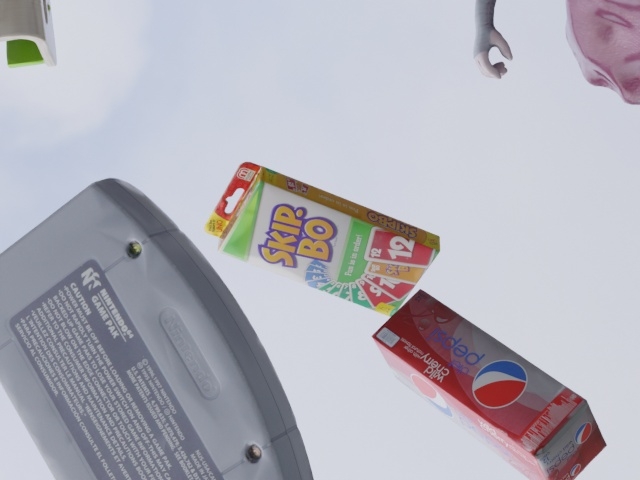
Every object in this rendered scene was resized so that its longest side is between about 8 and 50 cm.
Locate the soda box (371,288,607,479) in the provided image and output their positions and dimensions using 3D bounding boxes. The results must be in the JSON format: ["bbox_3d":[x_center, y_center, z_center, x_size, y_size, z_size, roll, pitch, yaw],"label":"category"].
[{"bbox_3d":[0.176,0.160,1.538,0.083,0.263,0.092,-43,-45,-13],"label":"soda box"}]

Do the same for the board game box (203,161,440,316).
[{"bbox_3d":[0.000,0.000,1.705,0.259,0.124,0.039,23,-143,-14],"label":"board game box"}]

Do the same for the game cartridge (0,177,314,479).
[{"bbox_3d":[-0.134,0.112,1.085,0.294,0.196,0.060,59,-152,7],"label":"game cartridge"}]

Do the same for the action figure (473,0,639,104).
[{"bbox_3d":[0.258,-0.254,1.181,0.370,0.248,0.276,43,-127,-50],"label":"action figure"}]

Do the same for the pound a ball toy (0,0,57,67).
[{"bbox_3d":[-0.325,-0.347,1.514,0.136,0.208,0.319,87,175,-77],"label":"pound a ball toy"}]
